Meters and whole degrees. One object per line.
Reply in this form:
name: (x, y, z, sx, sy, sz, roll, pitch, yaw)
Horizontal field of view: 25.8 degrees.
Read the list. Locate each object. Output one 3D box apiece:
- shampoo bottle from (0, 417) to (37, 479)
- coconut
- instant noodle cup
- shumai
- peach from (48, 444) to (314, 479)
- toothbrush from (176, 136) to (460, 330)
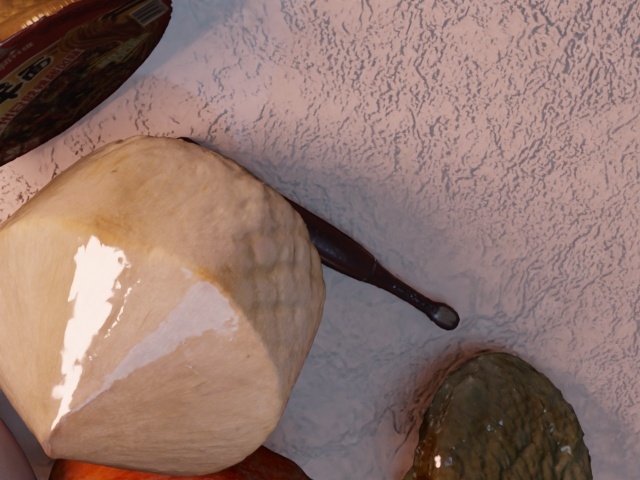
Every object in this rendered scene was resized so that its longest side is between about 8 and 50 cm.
shampoo bottle: (-0.395, 0.240, 1.235, 0.273, 0.273, 0.266, -28, 110, -5)
coconut: (-0.158, 0.067, 1.205, 0.328, 0.329, 0.329, -5, 110, -14)
instant noodle cup: (-0.258, -0.160, 1.170, 0.274, 0.274, 0.091, -35, 82, -2)
shumai: (0.151, 0.260, 1.488, 0.222, 0.203, 0.272, 33, 62, -25)
peach: (-0.130, 0.267, 1.346, 0.256, 0.232, 0.232, -16, 112, -1)
toothbrush: (0.000, 0.000, 1.389, 0.364, 0.041, 0.041, 31, 98, -23)
